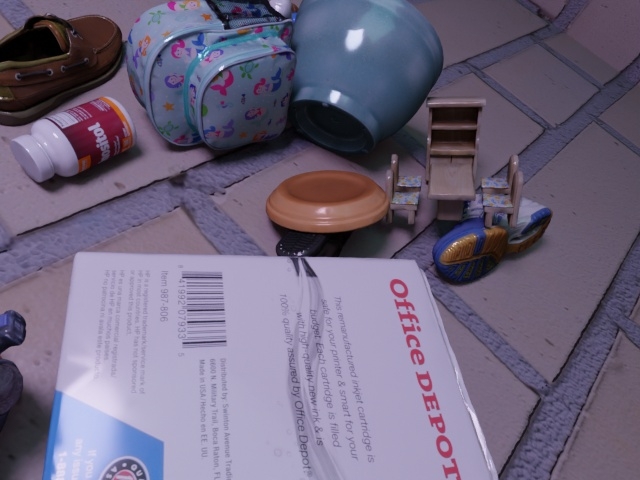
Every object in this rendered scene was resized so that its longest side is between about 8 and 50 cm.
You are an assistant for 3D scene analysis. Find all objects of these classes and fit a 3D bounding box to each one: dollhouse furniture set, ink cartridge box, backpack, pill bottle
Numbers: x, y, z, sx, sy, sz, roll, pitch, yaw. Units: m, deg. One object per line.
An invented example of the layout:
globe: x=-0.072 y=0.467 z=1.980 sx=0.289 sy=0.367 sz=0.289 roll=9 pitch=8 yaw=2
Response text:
dollhouse furniture set: x=0.236 y=-0.148 z=0.805 sx=0.213 sy=0.160 sz=0.242 roll=3 pitch=31 yaw=14
ink cartridge box: x=-0.055 y=0.174 z=0.490 sx=0.396 sy=0.166 sz=0.285 roll=2 pitch=55 yaw=-20
backpack: x=-0.173 y=-0.266 z=0.739 sx=0.254 sy=0.225 sz=0.191 roll=-16 pitch=57 yaw=-27
pill bottle: x=-0.358 y=-0.147 z=0.660 sx=0.086 sy=0.086 sz=0.152 roll=40 pitch=51 yaw=9

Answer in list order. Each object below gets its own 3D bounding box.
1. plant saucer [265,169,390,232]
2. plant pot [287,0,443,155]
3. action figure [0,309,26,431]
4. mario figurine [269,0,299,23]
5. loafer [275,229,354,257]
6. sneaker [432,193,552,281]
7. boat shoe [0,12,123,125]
plant saucer: x=0.011 y=-0.071 z=0.724 sx=0.200 sy=0.037 sz=0.200 roll=-2 pitch=27 yaw=1
plant pot: x=0.054 y=-0.283 z=0.834 sx=0.293 sy=0.293 sz=0.196 roll=24 pitch=76 yaw=-4
action figure: x=-0.380 y=0.213 z=0.374 sx=0.342 sy=0.178 sz=0.329 roll=-16 pitch=52 yaw=2
mario figurine: x=-0.120 y=-0.476 z=0.944 sx=0.170 sy=0.198 sz=0.320 roll=49 pitch=47 yaw=0
loafer: x=0.000 y=0.000 z=0.716 sx=0.080 sy=0.078 sz=0.220 roll=12 pitch=31 yaw=28
sneaker: x=0.294 y=-0.020 z=0.843 sx=0.297 sy=0.111 sz=0.131 roll=-17 pitch=45 yaw=-33
boat shoe: x=-0.426 y=-0.310 z=0.742 sx=0.111 sy=0.104 sz=0.307 roll=23 pitch=49 yaw=-5
